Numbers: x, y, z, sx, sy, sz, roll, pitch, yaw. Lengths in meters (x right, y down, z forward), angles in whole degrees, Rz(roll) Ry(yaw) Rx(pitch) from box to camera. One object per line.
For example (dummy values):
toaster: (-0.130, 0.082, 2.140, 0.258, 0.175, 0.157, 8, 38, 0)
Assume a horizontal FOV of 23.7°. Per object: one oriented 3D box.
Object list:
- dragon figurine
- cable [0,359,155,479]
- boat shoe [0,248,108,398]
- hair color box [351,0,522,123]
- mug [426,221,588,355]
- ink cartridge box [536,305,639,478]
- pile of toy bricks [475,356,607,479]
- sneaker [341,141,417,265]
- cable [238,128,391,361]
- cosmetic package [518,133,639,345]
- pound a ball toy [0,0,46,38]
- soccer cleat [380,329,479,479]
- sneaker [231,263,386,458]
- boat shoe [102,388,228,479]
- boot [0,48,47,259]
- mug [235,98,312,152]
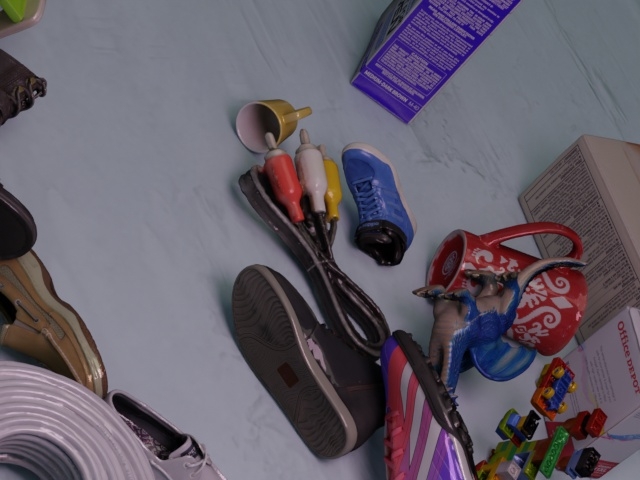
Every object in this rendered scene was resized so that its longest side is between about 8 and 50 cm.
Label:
dragon figurine: (0.188, 0.110, 1.738, 0.289, 0.085, 0.144, -19, 103, -38)
cable: (-0.260, 0.224, 1.300, 0.257, 0.089, 0.257, 34, 40, -11)
boat shoe: (-0.269, 0.087, 1.435, 0.072, 0.068, 0.190, -20, 51, -31)
hair color box: (0.187, -0.328, 1.970, 0.110, 0.339, 0.185, 35, 40, -11)
mug: (0.228, 0.042, 1.849, 0.169, 0.113, 0.150, 22, 82, -18)
ink cartridge box: (0.343, 0.179, 1.784, 0.072, 0.175, 0.127, 17, 46, -28)
pile of toy bricks: (0.223, 0.240, 1.690, 0.118, 0.105, 0.212, 48, 52, -18)
sneaker: (0.063, -0.038, 1.802, 0.152, 0.058, 0.085, 62, 31, -30)
cable: (0.000, 0.000, 1.728, 0.139, 0.072, 0.287, 6, 51, -47)
cosmetic package: (0.392, 0.027, 1.981, 0.129, 0.153, 0.296, 6, 53, -36)
pound a ball toy: (-0.393, -0.393, 1.670, 0.208, 0.135, 0.319, 58, 22, -45)
soccer cleat: (0.107, 0.245, 1.556, 0.108, 0.116, 0.318, 52, 16, -70)
sneaker: (-0.006, 0.119, 1.628, 0.118, 0.083, 0.222, -19, 78, -53)
boat shoe: (-0.139, 0.206, 1.439, 0.184, 0.063, 0.066, 42, 39, -2)
boot: (-0.341, -0.113, 1.515, 0.263, 0.091, 0.229, 34, 38, 5)
mug: (-0.052, -0.139, 1.819, 0.078, 0.062, 0.064, 21, 24, 22)
